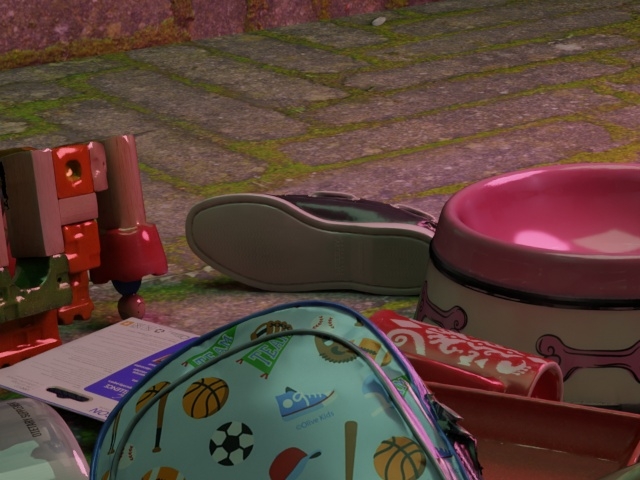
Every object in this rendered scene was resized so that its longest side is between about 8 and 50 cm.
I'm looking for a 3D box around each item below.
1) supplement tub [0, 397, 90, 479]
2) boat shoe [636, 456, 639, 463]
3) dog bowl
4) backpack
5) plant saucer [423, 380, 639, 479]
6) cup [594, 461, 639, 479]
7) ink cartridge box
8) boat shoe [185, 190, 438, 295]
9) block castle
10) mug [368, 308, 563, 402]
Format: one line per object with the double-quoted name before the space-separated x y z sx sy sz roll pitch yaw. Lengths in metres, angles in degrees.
"supplement tub" -0.316 0.231 1.113 0.338 0.207 0.207 -11 20 -26
"boat shoe" 0.289 0.215 1.242 0.103 0.113 0.302 -2 18 -17
"dog bowl" 0.292 0.033 1.756 0.408 0.150 0.408 -3 18 1
"backpack" -0.019 0.172 1.062 0.276 0.213 0.263 -25 48 -7
"plant saucer" 0.095 0.207 1.326 0.259 0.047 0.258 7 34 26
"cup" 0.133 0.273 0.828 0.331 0.331 0.237 -15 -4 -35
"ink cartridge box" -0.183 0.138 1.655 0.206 0.045 0.208 13 22 39
"boat shoe" 0.000 0.000 1.978 0.303 0.114 0.091 13 20 7
"block castle" -0.399 0.026 1.786 0.303 0.212 0.453 -3 7 38
"mug" 0.110 0.137 1.522 0.169 0.113 0.150 12 18 28
